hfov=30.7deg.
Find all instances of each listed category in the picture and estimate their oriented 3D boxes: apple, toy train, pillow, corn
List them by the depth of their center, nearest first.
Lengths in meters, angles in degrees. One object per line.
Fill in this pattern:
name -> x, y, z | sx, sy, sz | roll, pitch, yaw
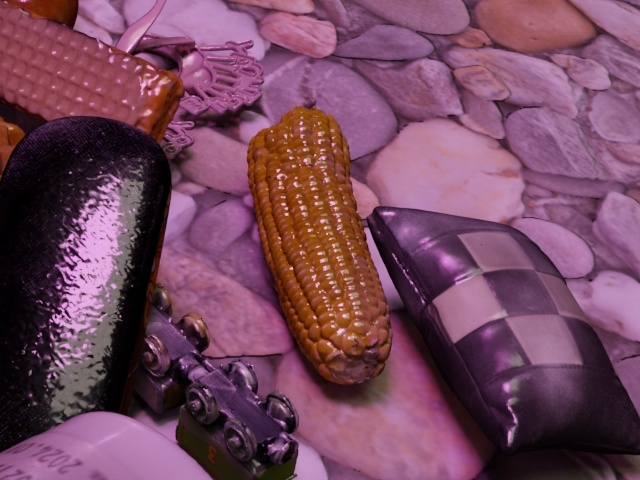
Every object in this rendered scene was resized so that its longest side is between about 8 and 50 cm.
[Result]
toy train -> -0.093, 0.109, 0.863 | 0.060, 0.081, 0.202 | -23, 48, -38
pillow -> 0.153, 0.076, 0.954 | 0.186, 0.106, 0.250 | 10, 40, -38
corn -> 0.000, 0.000, 1.003 | 0.101, 0.101, 0.292 | 0, 47, -19
apple -> -0.289, -0.233, 1.160 | 0.099, 0.102, 0.114 | -11, 54, -12

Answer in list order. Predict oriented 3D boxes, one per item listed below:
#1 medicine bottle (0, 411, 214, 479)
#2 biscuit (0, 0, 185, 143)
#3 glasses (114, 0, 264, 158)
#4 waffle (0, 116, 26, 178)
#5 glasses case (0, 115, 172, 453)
medicine bottle -> -0.157, 0.233, 0.575 | 0.232, 0.238, 0.238 | -26, 56, -39
biscuit -> -0.298, -0.175, 1.064 | 0.378, 0.094, 0.054 | 24, 0, 18
glasses -> -0.151, -0.167, 1.137 | 0.162, 0.095, 0.255 | 34, 46, 12
waffle -> -0.273, -0.010, 0.947 | 0.249, 0.056, 0.253 | 36, 43, 20
glasses case -> -0.186, 0.058, 0.813 | 0.122, 0.082, 0.321 | 8, 65, 2
